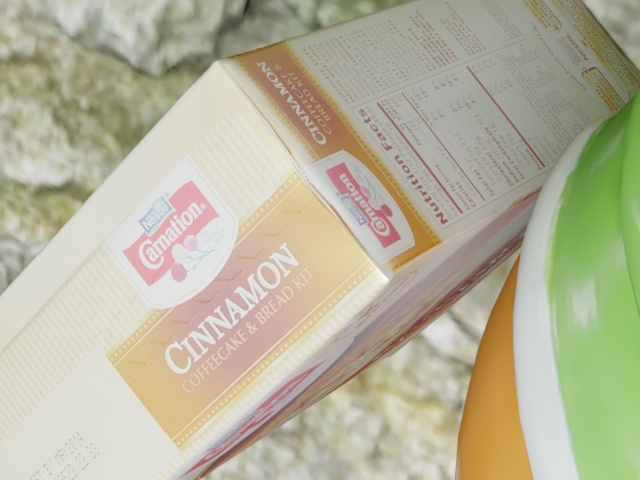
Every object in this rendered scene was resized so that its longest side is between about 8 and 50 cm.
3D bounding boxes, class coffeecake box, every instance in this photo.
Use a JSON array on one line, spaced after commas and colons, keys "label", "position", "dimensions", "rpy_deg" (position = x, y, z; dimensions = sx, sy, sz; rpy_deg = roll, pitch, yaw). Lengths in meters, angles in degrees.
[{"label": "coffeecake box", "position": [0.000, 0.000, 0.501], "dimensions": [0.068, 0.185, 0.142], "rpy_deg": [52, 124, 8]}]

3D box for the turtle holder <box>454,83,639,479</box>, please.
[{"label": "turtle holder", "position": [0.181, 0.068, 0.410], "dimensions": [0.227, 0.320, 0.243], "rpy_deg": [-56, 39, 45]}]
